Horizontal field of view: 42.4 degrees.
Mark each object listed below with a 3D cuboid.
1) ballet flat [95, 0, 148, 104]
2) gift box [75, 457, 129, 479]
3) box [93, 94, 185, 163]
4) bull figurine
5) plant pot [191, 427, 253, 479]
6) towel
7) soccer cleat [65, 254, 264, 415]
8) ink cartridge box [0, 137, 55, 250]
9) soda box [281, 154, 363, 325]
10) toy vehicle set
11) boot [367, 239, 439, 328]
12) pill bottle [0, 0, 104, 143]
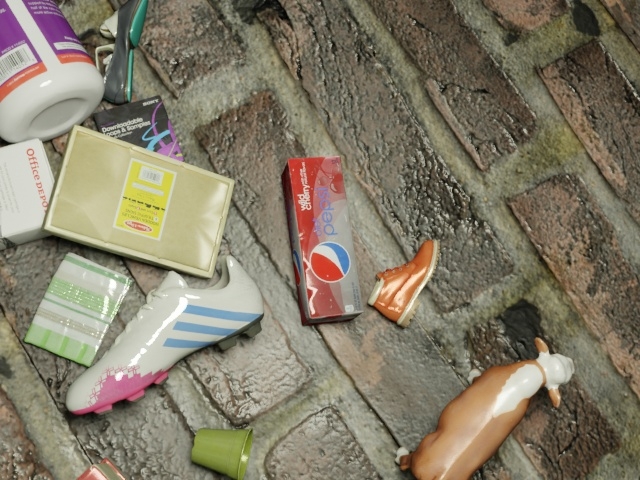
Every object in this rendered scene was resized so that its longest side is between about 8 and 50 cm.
[{"bbox_3d":[-0.334,-0.324,1.363,0.074,0.074,0.203,8,77,-8],"label":"ballet flat"},{"bbox_3d":[-0.292,0.465,1.072,0.255,0.258,0.276,-37,86,-16],"label":"gift box"},{"bbox_3d":[-0.291,-0.148,1.346,0.116,0.029,0.162,-19,79,-14],"label":"box"},{"bbox_3d":[0.245,0.266,1.251,0.310,0.188,0.101,-38,86,-16],"label":"bull figurine"},{"bbox_3d":[-0.149,0.314,1.234,0.079,0.083,0.083,11,74,5],"label":"plant pot"},{"bbox_3d":[-0.374,0.107,1.275,0.113,0.023,0.152,23,76,-1],"label":"towel"},{"bbox_3d":[-0.243,0.132,1.232,0.331,0.116,0.143,-28,103,-22],"label":"soccer cleat"},{"bbox_3d":[-0.500,-0.059,1.260,0.191,0.082,0.139,-17,80,-15],"label":"ink cartridge box"},{"bbox_3d":[0.000,0.000,1.330,0.092,0.083,0.263,-5,76,-12],"label":"soda box"},{"bbox_3d":[-0.275,-0.055,1.274,0.267,0.035,0.166,19,75,-24],"label":"toy vehicle set"},{"bbox_3d":[0.139,0.056,1.356,0.085,0.059,0.158,28,74,3],"label":"boot"},{"bbox_3d":[-0.487,-0.321,1.277,0.181,0.181,0.323,-31,83,-15],"label":"pill bottle"}]
